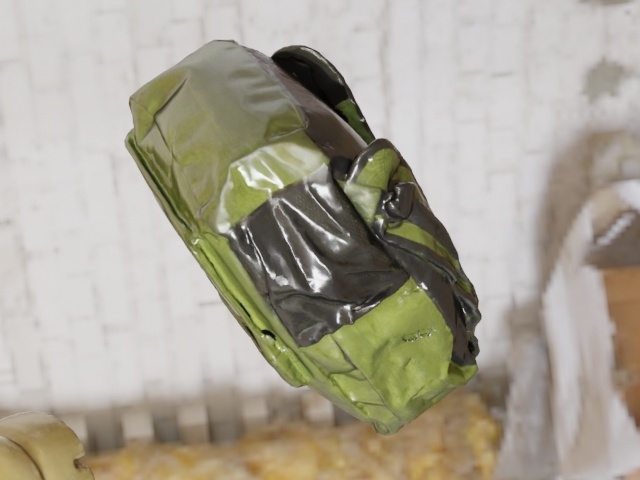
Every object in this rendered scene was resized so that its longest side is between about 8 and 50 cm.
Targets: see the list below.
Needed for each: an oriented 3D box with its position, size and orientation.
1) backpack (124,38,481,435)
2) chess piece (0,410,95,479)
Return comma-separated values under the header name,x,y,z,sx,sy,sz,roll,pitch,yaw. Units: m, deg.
name,x,y,z,sx,sy,sz,roll,pitch,yaw
backpack,0.000,0.000,1.064,0.253,0.140,0.207,54,-179,-35
chess piece,-0.130,0.097,0.589,0.122,0.066,0.066,-19,-75,-60
